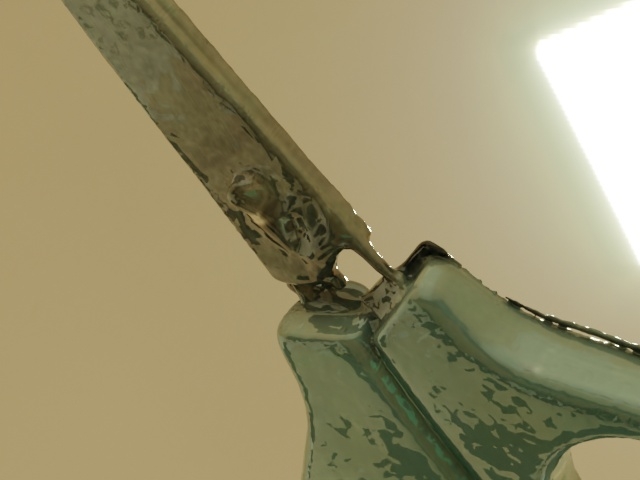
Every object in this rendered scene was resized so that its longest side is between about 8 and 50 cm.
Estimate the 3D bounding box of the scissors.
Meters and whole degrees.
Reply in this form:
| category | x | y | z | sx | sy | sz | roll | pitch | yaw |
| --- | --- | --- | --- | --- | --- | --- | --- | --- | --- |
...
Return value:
| category | x | y | z | sx | sy | sz | roll | pitch | yaw |
| --- | --- | --- | --- | --- | --- | --- | --- | --- | --- |
| scissors | 0.001 | -0.001 | 0.470 | 0.191 | 0.029 | 0.360 | -22 | -69 | 47 |
